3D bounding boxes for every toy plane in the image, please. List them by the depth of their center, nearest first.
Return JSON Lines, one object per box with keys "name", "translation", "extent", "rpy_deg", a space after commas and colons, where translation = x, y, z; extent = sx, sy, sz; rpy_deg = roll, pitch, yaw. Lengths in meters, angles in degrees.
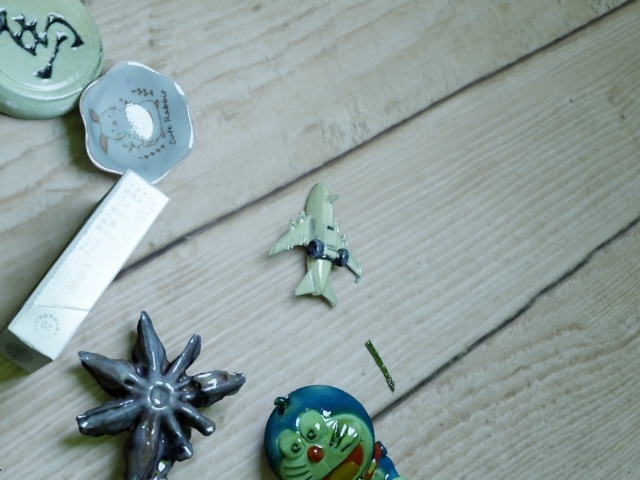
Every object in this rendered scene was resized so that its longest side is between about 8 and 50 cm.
{"name": "toy plane", "translation": [0.000, 0.000, 1.874], "extent": [0.229, 0.092, 0.244], "rpy_deg": [17, 73, -39]}

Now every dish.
{"name": "dish", "translation": [-0.345, -0.210, 1.748], "extent": [0.229, 0.081, 0.229], "rpy_deg": [2, 86, -34]}

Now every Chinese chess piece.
{"name": "Chinese chess piece", "translation": [-0.510, -0.339, 1.693], "extent": [0.250, 0.101, 0.250], "rpy_deg": [7, 75, -26]}

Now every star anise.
{"name": "star anise", "translation": [-0.304, 0.284, 1.636], "extent": [0.360, 0.139, 0.315], "rpy_deg": [-8, 66, -19]}

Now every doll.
{"name": "doll", "translation": [0.020, 0.389, 1.737], "extent": [0.198, 0.186, 0.322], "rpy_deg": [-36, 115, 1]}

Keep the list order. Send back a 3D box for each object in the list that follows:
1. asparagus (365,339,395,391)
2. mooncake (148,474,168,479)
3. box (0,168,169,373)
{"name": "asparagus", "translation": [0.122, 0.251, 1.913], "extent": [0.015, 0.014, 0.114], "rpy_deg": [-32, 93, -28]}
{"name": "mooncake", "translation": [-0.251, 0.557, 1.618], "extent": [0.057, 0.150, 0.346], "rpy_deg": [-10, 97, -20]}
{"name": "box", "translation": [-0.402, 0.055, 1.587], "extent": [0.095, 0.210, 0.330], "rpy_deg": [39, 63, -12]}
